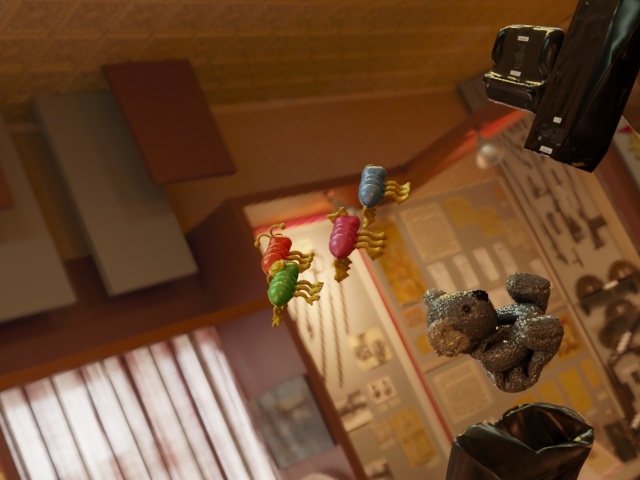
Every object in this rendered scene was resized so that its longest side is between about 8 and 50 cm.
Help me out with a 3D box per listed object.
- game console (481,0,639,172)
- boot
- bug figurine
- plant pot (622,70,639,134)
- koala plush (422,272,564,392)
[{"bbox_3d":[0.273,-0.211,1.091,0.044,0.213,0.361,17,11,-13],"label":"game console"},{"bbox_3d":[0.239,0.398,1.172,0.146,0.445,0.367,18,21,29],"label":"boot"},{"bbox_3d":[0.000,0.000,1.336,0.279,0.072,0.216,-36,22,24],"label":"bug figurine"},{"bbox_3d":[0.658,-0.337,1.515,0.323,0.323,0.280,-17,6,-37],"label":"plant pot"},{"bbox_3d":[0.288,0.162,1.674,0.196,0.221,0.203,-88,15,-60],"label":"koala plush"}]
